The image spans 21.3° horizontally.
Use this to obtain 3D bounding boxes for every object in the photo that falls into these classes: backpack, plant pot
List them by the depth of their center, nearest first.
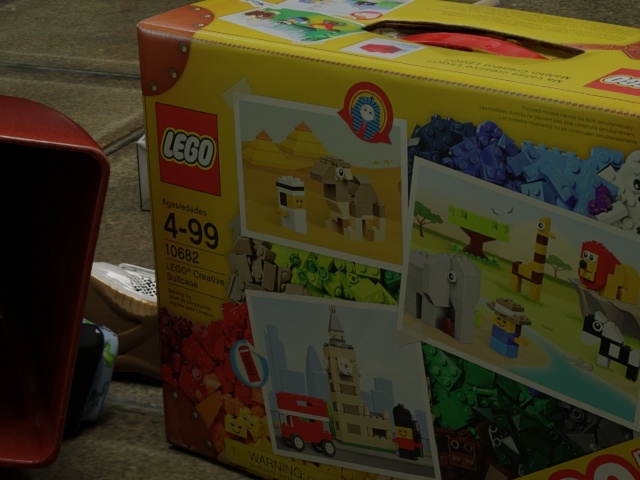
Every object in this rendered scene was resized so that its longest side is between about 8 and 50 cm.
[{"bbox_3d":[-0.325,-0.003,1.339,0.267,0.267,0.236,8,21,-14],"label":"plant pot"},{"bbox_3d":[-0.236,0.108,1.484,0.084,0.105,0.114,11,8,-41],"label":"backpack"}]

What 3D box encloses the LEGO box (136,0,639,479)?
[{"bbox_3d":[0.114,0.024,1.290,0.500,0.372,0.193,14,26,37],"label":"LEGO box"}]

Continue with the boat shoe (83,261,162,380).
[{"bbox_3d":[-0.175,0.072,1.588,0.277,0.098,0.096,17,19,14],"label":"boat shoe"}]

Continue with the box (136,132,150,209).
[{"bbox_3d":[-0.107,-0.122,2.105,0.169,0.087,0.290,2,21,10],"label":"box"}]

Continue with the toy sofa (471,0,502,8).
[{"bbox_3d":[0.102,-0.165,2.019,0.177,0.150,0.362,-23,3,37],"label":"toy sofa"}]
